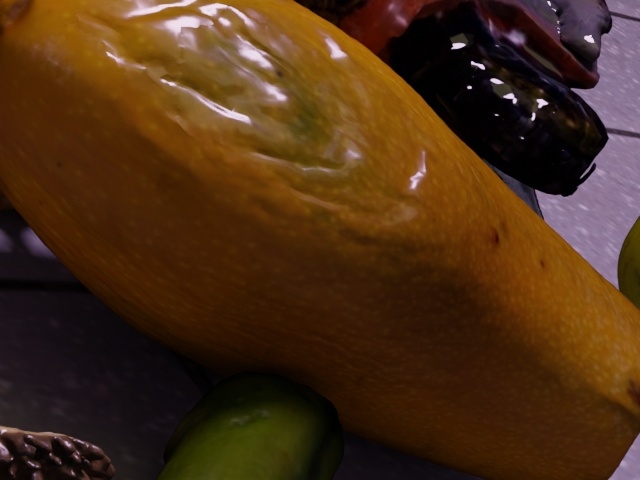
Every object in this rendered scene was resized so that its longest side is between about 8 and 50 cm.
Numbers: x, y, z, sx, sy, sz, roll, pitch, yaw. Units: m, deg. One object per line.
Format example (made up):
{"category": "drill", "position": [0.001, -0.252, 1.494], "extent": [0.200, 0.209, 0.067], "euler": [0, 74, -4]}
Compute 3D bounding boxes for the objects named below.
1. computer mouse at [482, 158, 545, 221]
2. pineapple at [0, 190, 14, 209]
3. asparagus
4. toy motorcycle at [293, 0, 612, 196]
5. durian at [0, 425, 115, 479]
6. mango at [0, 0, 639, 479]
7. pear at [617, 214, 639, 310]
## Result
{"category": "computer mouse", "position": [0.047, -0.026, 1.068], "extent": [0.126, 0.071, 0.231], "euler": [13, 29, -14]}
{"category": "pineapple", "position": [-0.095, -0.120, 0.963], "extent": [0.161, 0.158, 0.334], "euler": [31, 22, -3]}
{"category": "asparagus", "position": [-0.047, 0.119, 0.668], "extent": [0.067, 0.060, 0.277], "euler": [52, 22, -6]}
{"category": "toy motorcycle", "position": [0.039, -0.136, 1.025], "extent": [0.207, 0.134, 0.401], "euler": [36, 16, -9]}
{"category": "durian", "position": [-0.120, 0.073, 0.673], "extent": [0.130, 0.052, 0.066], "euler": [15, 26, -34]}
{"category": "mango", "position": [0.000, 0.000, 0.835], "extent": [0.359, 0.144, 0.187], "euler": [35, -8, -30]}
{"category": "pear", "position": [0.230, 0.018, 1.165], "extent": [0.107, 0.107, 0.131], "euler": [40, 31, 19]}
